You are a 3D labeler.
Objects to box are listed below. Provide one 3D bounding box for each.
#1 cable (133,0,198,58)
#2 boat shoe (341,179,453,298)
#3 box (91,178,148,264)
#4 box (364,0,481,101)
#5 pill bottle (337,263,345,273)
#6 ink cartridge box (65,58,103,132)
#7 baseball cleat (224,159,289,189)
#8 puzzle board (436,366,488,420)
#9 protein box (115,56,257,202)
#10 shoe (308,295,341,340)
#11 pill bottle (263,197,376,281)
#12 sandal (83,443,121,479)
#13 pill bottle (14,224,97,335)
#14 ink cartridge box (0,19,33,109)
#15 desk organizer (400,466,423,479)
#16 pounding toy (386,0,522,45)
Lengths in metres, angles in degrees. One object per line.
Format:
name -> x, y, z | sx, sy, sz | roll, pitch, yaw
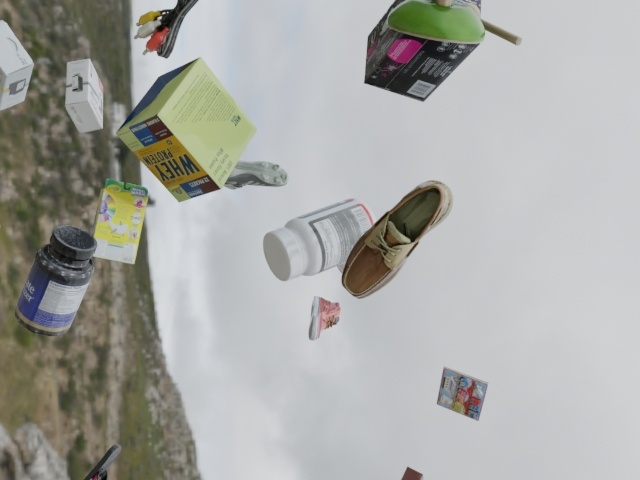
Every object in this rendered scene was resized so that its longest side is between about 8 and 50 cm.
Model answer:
cable -> -0.392, -0.583, 2.064 | 0.287, 0.072, 0.139 | -32, -110, 43
boat shoe -> 0.162, -0.011, 1.757 | 0.324, 0.122, 0.120 | -50, 170, 6
box -> -0.457, -0.043, 1.788 | 0.043, 0.105, 0.179 | 4, -98, 64
box -> 0.220, -0.438, 1.720 | 0.247, 0.163, 0.142 | 138, -38, -61
pill bottle -> 0.107, 0.053, 2.370 | 0.221, 0.121, 0.121 | 106, -21, -83
ink cartridge box -> -0.537, -0.329, 1.802 | 0.099, 0.056, 0.135 | 79, 1, -58
baseball cleat -> -0.192, -0.179, 2.199 | 0.109, 0.206, 0.072 | 115, -13, -61
puzzle board -> 0.296, 0.325, 1.661 | 0.011, 0.096, 0.128 | -54, 155, -43
protein box -> -0.273, -0.228, 1.647 | 0.136, 0.201, 0.200 | -13, -141, 38
shoe -> 0.014, 0.219, 2.190 | 0.178, 0.081, 0.063 | -85, -171, -60
pill bottle -> 0.000, 0.000, 2.098 | 0.161, 0.283, 0.161 | 37, -43, 44
sandal -> -0.485, 0.523, 1.710 | 0.179, 0.040, 0.067 | -52, 170, 0
pill bottle -> -0.553, 0.083, 1.668 | 0.219, 0.123, 0.123 | -62, -153, 21
ink cartridge box -> -0.736, -0.400, 1.817 | 0.127, 0.072, 0.175 | 55, -33, 1
desk organizer -> 0.227, 0.606, 1.965 | 0.050, 0.047, 0.130 | -60, 160, -20
pounding toy -> 0.242, -0.434, 1.453 | 0.183, 0.237, 0.110 | 40, -52, 49
